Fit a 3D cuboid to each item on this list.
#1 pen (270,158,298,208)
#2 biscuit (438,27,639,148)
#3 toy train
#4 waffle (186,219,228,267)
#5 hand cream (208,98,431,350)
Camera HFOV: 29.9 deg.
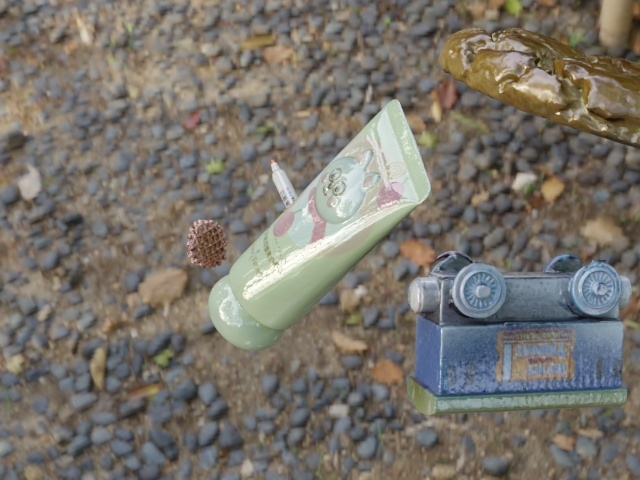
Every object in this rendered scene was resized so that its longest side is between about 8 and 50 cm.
[{"bbox_3d":[-0.036,-0.044,1.796,0.026,0.026,0.218,-18,56,-10],"label":"pen"},{"bbox_3d":[0.188,-0.097,0.773,0.226,0.042,0.226,14,16,-4],"label":"biscuit"},{"bbox_3d":[0.253,0.119,1.513,0.299,0.131,0.202,0,96,-15],"label":"toy train"},{"bbox_3d":[-0.176,0.005,1.847,0.029,0.083,0.075,-2,75,39],"label":"waffle"},{"bbox_3d":[0.000,0.000,1.247,0.093,0.306,0.147,25,33,-34],"label":"hand cream"}]
